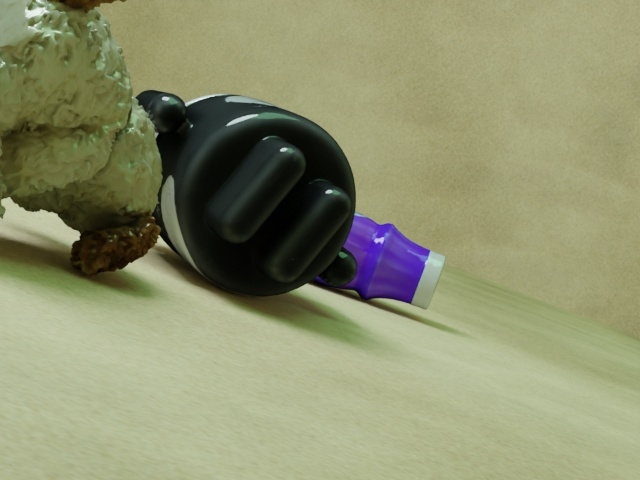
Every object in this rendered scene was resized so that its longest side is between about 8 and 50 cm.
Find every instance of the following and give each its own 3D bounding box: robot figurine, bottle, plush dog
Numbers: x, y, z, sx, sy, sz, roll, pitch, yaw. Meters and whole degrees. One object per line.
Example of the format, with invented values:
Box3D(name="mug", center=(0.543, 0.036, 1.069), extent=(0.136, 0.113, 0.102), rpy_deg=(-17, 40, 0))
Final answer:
Box3D(name="robot figurine", center=(-0.069, -0.049, 1.253), extent=(0.174, 0.209, 0.278), rpy_deg=(-13, 15, -17))
Box3D(name="bottle", center=(0.000, 0.000, 1.537), extent=(0.283, 0.092, 0.118), rpy_deg=(20, 3, 5))
Box3D(name="plush dog", center=(-0.197, -0.097, 1.017), extent=(0.262, 0.211, 0.225), rpy_deg=(66, 4, 39))
